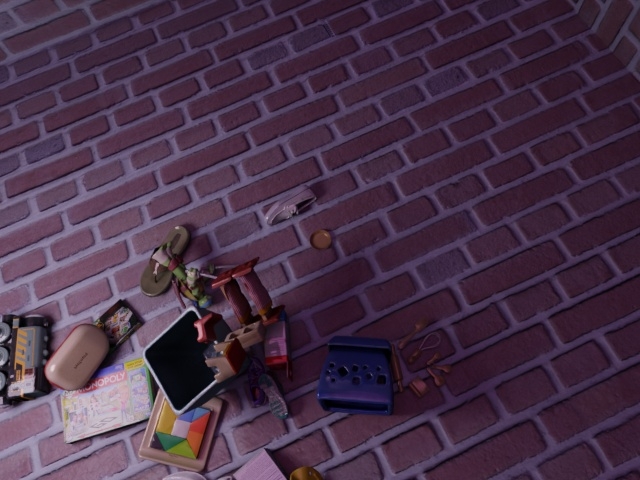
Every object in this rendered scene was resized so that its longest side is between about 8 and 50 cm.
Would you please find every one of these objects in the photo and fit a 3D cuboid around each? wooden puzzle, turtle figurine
[{"bbox_3d":[-0.462,0.620,1.703,0.221,0.044,0.238,15,68,-2],"label":"wooden puzzle"},{"bbox_3d":[-0.446,0.093,1.844,0.266,0.275,0.198,43,33,-6],"label":"turtle figurine"}]

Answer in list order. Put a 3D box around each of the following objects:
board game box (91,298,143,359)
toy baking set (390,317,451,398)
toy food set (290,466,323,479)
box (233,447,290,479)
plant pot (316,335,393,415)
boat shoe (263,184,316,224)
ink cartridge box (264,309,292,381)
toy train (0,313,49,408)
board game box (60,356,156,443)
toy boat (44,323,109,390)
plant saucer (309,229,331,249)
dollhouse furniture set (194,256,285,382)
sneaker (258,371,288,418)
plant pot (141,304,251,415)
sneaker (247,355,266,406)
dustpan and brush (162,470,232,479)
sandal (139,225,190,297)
[{"bbox_3d":[-0.791,0.350,1.877,0.260,0.030,0.136,-43,73,-12],"label":"board game box"},{"bbox_3d":[0.333,0.401,1.751,0.197,0.030,0.256,-13,68,-3],"label":"toy baking set"},{"bbox_3d":[-0.051,0.820,1.583,0.128,0.071,0.217,15,53,-28],"label":"toy food set"},{"bbox_3d":[-0.182,0.755,1.629,0.126,0.072,0.137,-39,69,-11],"label":"box"},{"bbox_3d":[0.121,0.432,1.651,0.236,0.236,0.212,3,63,7],"label":"plant pot"},{"bbox_3d":[-0.114,-0.127,1.976,0.226,0.083,0.076,-41,69,-12],"label":"boat shoe"},{"bbox_3d":[-0.145,0.362,1.752,0.078,0.134,0.231,-7,67,2],"label":"ink cartridge box"},{"bbox_3d":[-1.068,0.419,1.825,0.190,0.142,0.333,-5,65,-10],"label":"toy train"},{"bbox_3d":[-0.733,0.551,1.780,0.317,0.046,0.213,-17,68,-2],"label":"board game box"},{"bbox_3d":[-0.852,0.398,1.785,0.151,0.151,0.231,0,50,45],"label":"toy boat"},{"bbox_3d":[0.000,0.000,1.951,0.083,0.015,0.083,-2,68,5],"label":"plant saucer"},{"bbox_3d":[-0.241,0.220,1.534,0.152,0.374,0.201,-24,104,12],"label":"dollhouse furniture set"},{"bbox_3d":[-0.145,0.516,1.730,0.065,0.076,0.166,-23,90,21],"label":"sneaker"},{"bbox_3d":[-0.373,0.385,1.687,0.247,0.252,0.248,-42,69,9],"label":"plant pot"},{"bbox_3d":[-0.217,0.476,1.747,0.068,0.071,0.169,-13,67,0],"label":"sneaker"},{"bbox_3d":[-0.386,0.798,1.643,0.211,0.060,0.147,-20,82,8],"label":"dustpan and brush"},{"bbox_3d":[-0.598,0.068,1.941,0.120,0.086,0.302,17,70,12],"label":"sandal"}]
